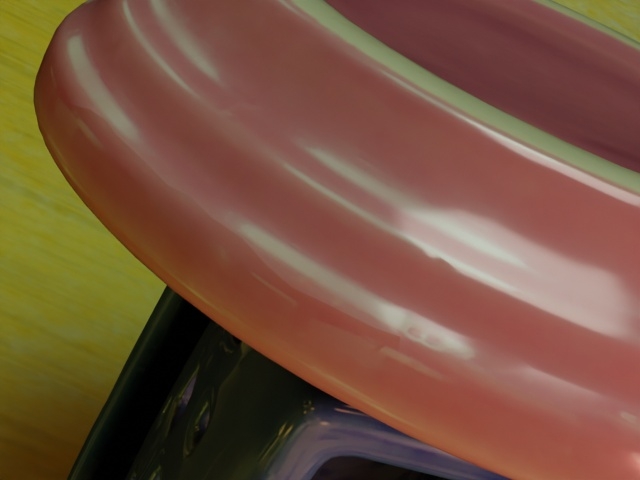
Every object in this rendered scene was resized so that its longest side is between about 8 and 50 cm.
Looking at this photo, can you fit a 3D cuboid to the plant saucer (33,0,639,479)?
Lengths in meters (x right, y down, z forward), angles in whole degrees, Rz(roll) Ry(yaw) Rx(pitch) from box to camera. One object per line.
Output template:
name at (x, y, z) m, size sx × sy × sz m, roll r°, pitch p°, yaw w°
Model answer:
plant saucer at (0.068, -0.027, 0.579) m, size 0.332 × 0.084 × 0.332 m, roll 22°, pitch 20°, yaw -9°

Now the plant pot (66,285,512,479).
plant pot at (0.029, 0.110, 0.636) m, size 0.236 × 0.236 × 0.212 m, roll 18°, pitch 28°, yaw -21°
